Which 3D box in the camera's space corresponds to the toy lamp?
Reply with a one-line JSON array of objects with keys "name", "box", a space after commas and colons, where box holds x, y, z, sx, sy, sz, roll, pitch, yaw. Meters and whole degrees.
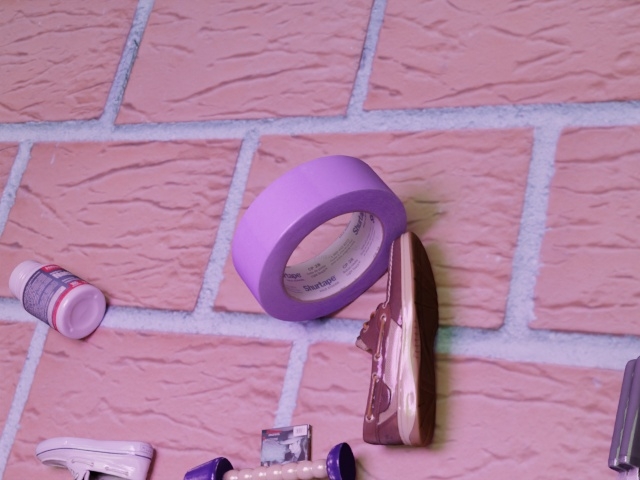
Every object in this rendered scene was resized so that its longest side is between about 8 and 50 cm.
[{"name": "toy lamp", "box": [-0.084, 0.367, 1.613, 0.274, 0.080, 0.080, -11, 61, 22]}]

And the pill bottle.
[{"name": "pill bottle", "box": [-0.501, 0.104, 1.956, 0.180, 0.108, 0.108, 24, 78, 34]}]

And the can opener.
[{"name": "can opener", "box": [0.436, 0.296, 1.413, 0.093, 0.074, 0.280, 13, 70, -5]}]

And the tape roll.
[{"name": "tape roll", "box": [0.000, 0.000, 1.649, 0.275, 0.275, 0.090, -41, 56, 3]}]

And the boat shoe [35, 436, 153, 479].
[{"name": "boat shoe", "box": [-0.396, 0.382, 1.776, 0.226, 0.083, 0.076, -6, 62, 24]}]

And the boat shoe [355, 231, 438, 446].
[{"name": "boat shoe", "box": [0.109, 0.151, 1.616, 0.123, 0.123, 0.342, -7, 69, 23]}]

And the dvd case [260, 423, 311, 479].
[{"name": "dvd case", "box": [-0.056, 0.356, 1.659, 0.087, 0.013, 0.119, -12, 62, 22]}]
